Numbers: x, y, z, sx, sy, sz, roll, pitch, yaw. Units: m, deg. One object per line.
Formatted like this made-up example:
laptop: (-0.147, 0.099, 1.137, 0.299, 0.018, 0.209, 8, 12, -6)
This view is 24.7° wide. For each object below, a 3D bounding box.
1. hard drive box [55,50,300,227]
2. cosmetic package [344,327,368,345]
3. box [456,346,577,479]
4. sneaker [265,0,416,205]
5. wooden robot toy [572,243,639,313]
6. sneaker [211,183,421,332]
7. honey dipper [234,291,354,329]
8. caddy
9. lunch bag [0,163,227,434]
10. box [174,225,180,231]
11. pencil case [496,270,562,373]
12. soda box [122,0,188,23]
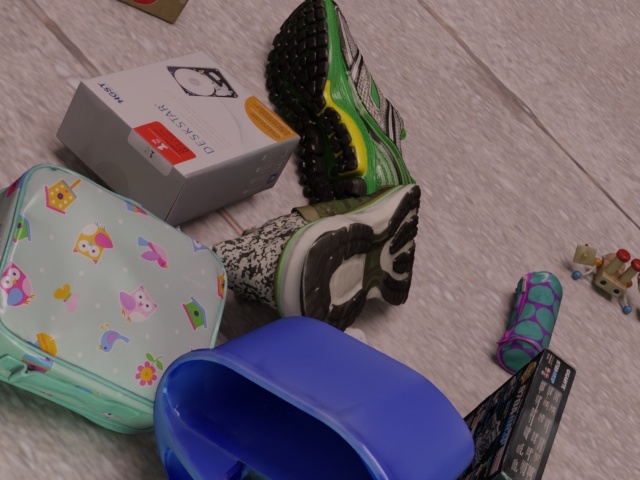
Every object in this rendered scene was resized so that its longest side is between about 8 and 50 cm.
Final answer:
hard drive box: (-0.166, -0.123, 1.745, 0.181, 0.089, 0.232, 42, 34, 16)
cosmetic package: (0.015, 0.213, 1.628, 0.117, 0.085, 0.231, 5, 51, -33)
box: (0.201, 0.246, 1.670, 0.051, 0.175, 0.220, 37, 40, -5)
sneaker: (0.028, -0.179, 1.967, 0.146, 0.134, 0.344, 7, 59, -41)
wooden robot toy: (0.437, 0.042, 2.110, 0.173, 0.076, 0.079, 34, 31, -9)
sneaker: (0.000, 0.000, 1.741, 0.182, 0.158, 0.410, 13, 11, 21)
honey dipper: (-0.028, 0.082, 1.755, 0.160, 0.030, 0.030, 26, 43, -23)
caddy: (-0.018, 0.222, 1.387, 0.341, 0.241, 0.179, 25, 37, 36)
lunch bag: (-0.239, 0.067, 1.499, 0.279, 0.108, 0.224, 30, 57, -31)
box: (-0.239, 0.010, 1.644, 0.178, 0.042, 0.109, 6, 52, -35)
pencil case: (0.277, 0.107, 1.932, 0.070, 0.064, 0.152, 47, 38, -18)
soda box: (-0.261, -0.360, 1.936, 0.181, 0.061, 0.058, 21, 45, -21)
